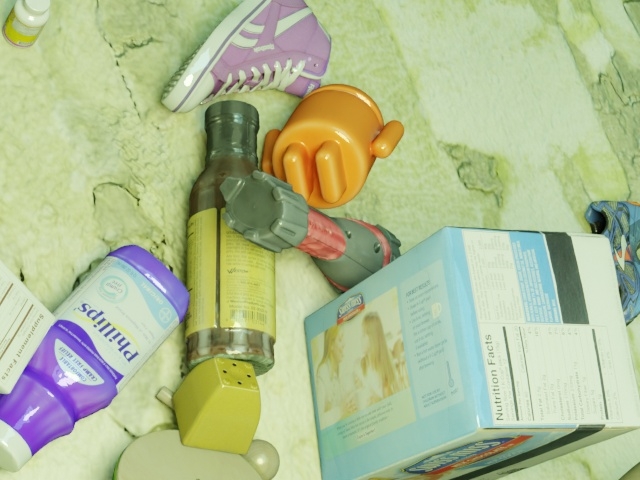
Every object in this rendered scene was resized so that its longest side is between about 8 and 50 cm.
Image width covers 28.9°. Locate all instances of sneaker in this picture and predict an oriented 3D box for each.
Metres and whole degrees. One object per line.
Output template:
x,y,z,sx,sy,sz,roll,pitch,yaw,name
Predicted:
0.427,0.034,1.824,0.087,0.083,0.221,14,54,-15,sneaker
-0.079,-0.226,1.629,0.161,0.102,0.282,46,54,-9,sneaker

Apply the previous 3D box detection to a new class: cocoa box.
0.162,0.149,1.448,0.228,0.347,0.231,3,68,-28,cocoa box

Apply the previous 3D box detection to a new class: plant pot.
-0.109,0.179,1.396,0.081,0.083,0.081,14,31,-27,plant pot

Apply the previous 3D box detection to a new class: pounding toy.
-0.150,0.296,1.374,0.183,0.110,0.237,27,28,-5,pounding toy

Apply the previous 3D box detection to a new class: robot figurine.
0.010,-0.124,1.598,0.128,0.158,0.219,42,31,-9,robot figurine

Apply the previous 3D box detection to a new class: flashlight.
0.000,0.000,1.484,0.304,0.103,0.103,26,54,-61,flashlight

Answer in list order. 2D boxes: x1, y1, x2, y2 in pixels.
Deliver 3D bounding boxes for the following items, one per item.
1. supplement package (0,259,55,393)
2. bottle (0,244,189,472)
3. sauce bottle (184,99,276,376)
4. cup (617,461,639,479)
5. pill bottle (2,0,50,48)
-0.382,0.065,1.277,0.179,0.105,0.105,56,47,-39,supplement package
-0.266,0.130,1.368,0.118,0.092,0.283,44,55,-5,bottle
-0.107,-0.006,1.508,0.111,0.111,0.344,12,64,-25,sauce bottle
0.399,0.452,1.501,0.237,0.331,0.331,-25,82,-10,cup
-0.353,-0.270,1.499,0.043,0.083,0.043,12,63,-25,pill bottle
